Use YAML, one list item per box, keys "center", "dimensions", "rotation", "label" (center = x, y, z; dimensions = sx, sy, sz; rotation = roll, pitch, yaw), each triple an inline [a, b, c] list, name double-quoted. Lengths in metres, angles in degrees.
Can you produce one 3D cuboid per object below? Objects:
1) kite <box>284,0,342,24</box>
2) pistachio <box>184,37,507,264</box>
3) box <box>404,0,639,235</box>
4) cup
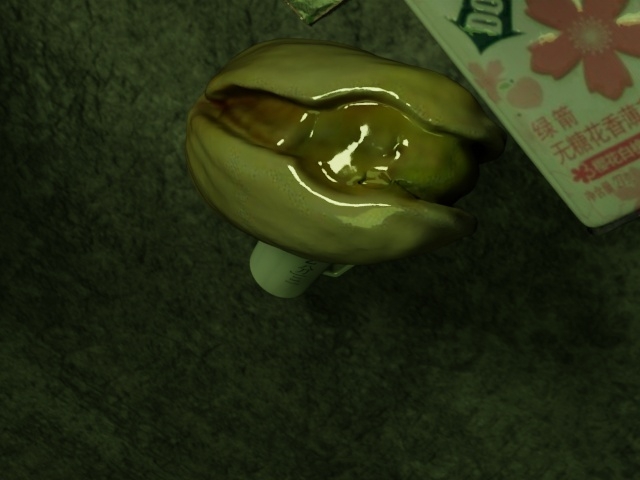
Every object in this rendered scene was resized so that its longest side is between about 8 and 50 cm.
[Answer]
- center: [-0.015, -0.271, 1.019]
  dimensions: [0.229, 0.012, 0.250]
  rotation: [14, 131, 16]
  label: "kite"
- center: [0.012, -0.065, 1.050]
  dimensions: [0.288, 0.197, 0.166]
  rotation: [23, 94, 40]
  label: "pistachio"
- center: [0.166, -0.184, 0.930]
  dimensions: [0.190, 0.112, 0.370]
  rotation: [-26, 114, 39]
  label: "box"
- center: [0.000, 0.000, 1.205]
  dimensions: [0.104, 0.074, 0.116]
  rotation: [12, 143, -20]
  label: "cup"
